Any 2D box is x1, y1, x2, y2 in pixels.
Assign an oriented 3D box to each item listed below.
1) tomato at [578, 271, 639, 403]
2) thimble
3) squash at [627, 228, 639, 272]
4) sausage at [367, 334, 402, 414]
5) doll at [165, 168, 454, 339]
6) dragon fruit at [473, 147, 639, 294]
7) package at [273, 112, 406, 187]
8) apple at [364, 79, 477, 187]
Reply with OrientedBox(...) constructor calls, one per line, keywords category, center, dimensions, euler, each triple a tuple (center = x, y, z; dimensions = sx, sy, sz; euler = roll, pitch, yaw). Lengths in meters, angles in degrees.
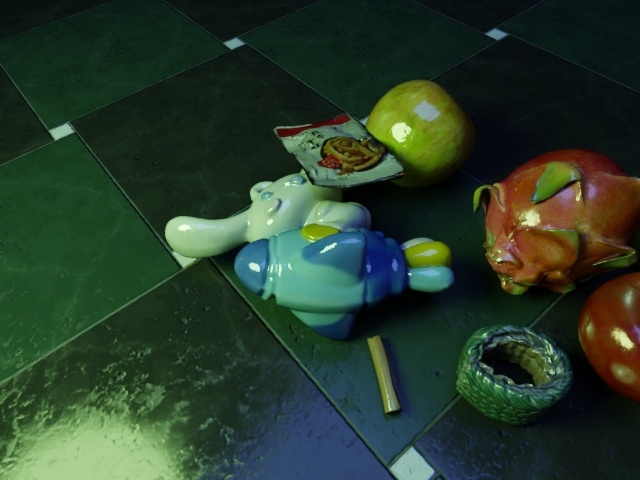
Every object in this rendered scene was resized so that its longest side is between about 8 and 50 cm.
OrientedBox(category="tomato", center=(0.451, 0.133, 0.611), dimensions=(0.195, 0.136, 0.195), euler=(-3, 52, 4))
OrientedBox(category="thimble", center=(0.257, 0.177, 0.615), dimensions=(0.135, 0.090, 0.118), euler=(16, 52, 17))
OrientedBox(category="squash", center=(0.579, 0.045, 0.740), dimensions=(0.111, 0.203, 0.288), euler=(-20, 89, -13))
OrientedBox(category="sausage", center=(0.090, 0.190, 0.654), dimensions=(0.026, 0.026, 0.116), euler=(-9, 52, -4))
OrientedBox(category="doll", center=(-0.003, -0.005, 0.705), dimensions=(0.376, 0.187, 0.365), euler=(-40, 53, -8))
OrientedBox(category="dragon fruit", center=(0.355, -0.024, 0.689), dimensions=(0.227, 0.224, 0.224), euler=(-33, 52, 17))
OrientedBox(category="package", center=(0.022, -0.154, 0.764), dimensions=(0.154, 0.030, 0.239), euler=(-13, 37, -15))
OrientedBox(category="apple", center=(0.177, -0.189, 0.838), dimensions=(0.196, 0.196, 0.196), euler=(-1, 53, 2))
